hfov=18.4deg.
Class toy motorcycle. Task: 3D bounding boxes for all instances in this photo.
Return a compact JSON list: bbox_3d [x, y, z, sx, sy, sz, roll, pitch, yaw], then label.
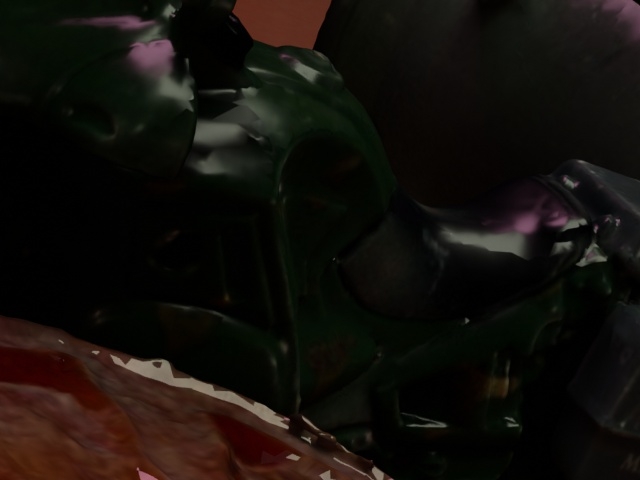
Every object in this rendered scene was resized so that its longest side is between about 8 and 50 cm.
[{"bbox_3d":[0.000,0.000,0.492,0.274,0.187,0.125,17,20,-28],"label":"toy motorcycle"}]

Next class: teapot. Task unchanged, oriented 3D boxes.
[{"bbox_3d":[0.129,-0.027,0.681,0.337,0.200,0.270,41,-7,45],"label":"teapot"}]

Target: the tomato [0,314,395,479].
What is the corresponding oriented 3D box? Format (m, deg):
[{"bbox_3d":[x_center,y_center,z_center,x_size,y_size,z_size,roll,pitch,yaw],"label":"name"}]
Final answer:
[{"bbox_3d":[-0.026,0.101,0.327,0.236,0.095,0.237,20,16,-6],"label":"tomato"}]
